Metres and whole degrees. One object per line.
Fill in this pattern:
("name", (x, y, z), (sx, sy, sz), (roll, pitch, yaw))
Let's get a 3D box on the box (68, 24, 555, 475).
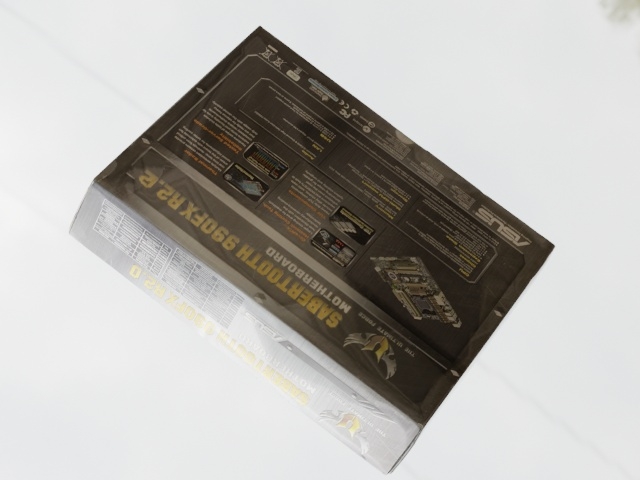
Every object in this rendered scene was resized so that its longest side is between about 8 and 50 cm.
("box", (0.000, 0.000, 1.076), (0.231, 0.056, 0.183), (36, -132, 5))
